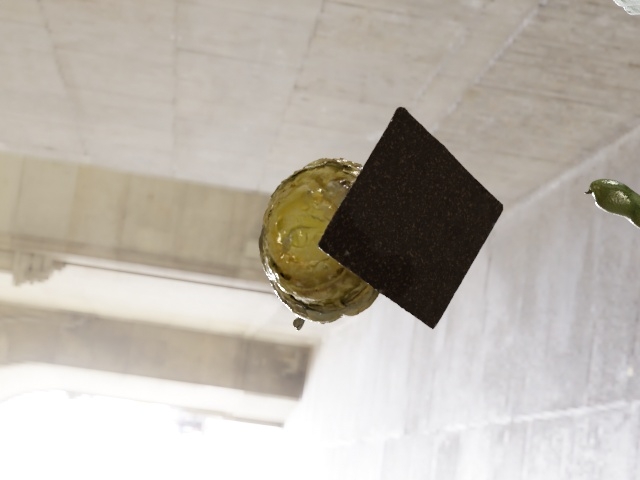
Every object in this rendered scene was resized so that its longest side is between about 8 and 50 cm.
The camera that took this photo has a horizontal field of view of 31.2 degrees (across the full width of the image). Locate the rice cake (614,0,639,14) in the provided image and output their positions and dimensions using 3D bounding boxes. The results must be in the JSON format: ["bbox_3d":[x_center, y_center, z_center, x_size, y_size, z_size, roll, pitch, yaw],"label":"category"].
[{"bbox_3d":[0.664,-0.477,2.230,0.237,0.127,0.043,19,87,53],"label":"rice cake"}]

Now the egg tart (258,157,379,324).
[{"bbox_3d":[0.000,0.000,1.888,0.095,0.279,0.279,-2,-77,-60],"label":"egg tart"}]

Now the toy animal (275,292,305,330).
[{"bbox_3d":[-0.015,0.065,2.184,0.197,0.160,0.272,61,176,-5],"label":"toy animal"}]

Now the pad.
[{"bbox_3d":[0.136,-0.022,1.597,0.004,0.330,0.220,27,83,41],"label":"pad"}]

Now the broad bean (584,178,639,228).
[{"bbox_3d":[0.545,-0.031,1.844,0.052,0.256,0.053,-54,-26,-10],"label":"broad bean"}]
